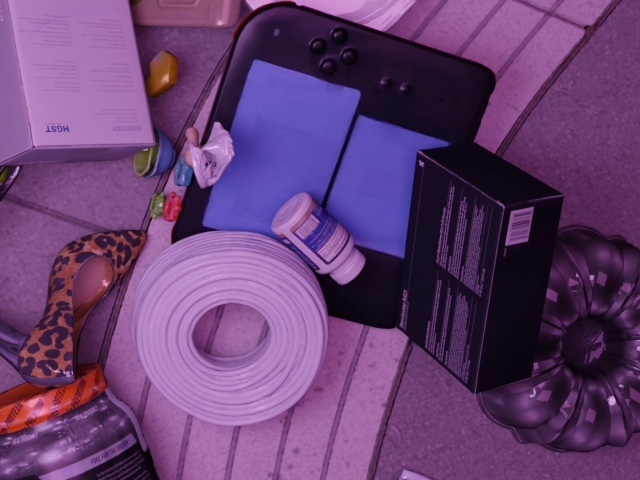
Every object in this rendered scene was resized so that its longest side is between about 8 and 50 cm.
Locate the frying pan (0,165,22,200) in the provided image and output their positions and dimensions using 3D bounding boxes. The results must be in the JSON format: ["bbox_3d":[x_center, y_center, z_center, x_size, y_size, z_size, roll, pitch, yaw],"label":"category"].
[{"bbox_3d":[-0.488,0.030,1.370,0.197,0.053,0.326,10,100,-44],"label":"frying pan"}]

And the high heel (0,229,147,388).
[{"bbox_3d":[-0.279,0.084,1.440,0.261,0.186,0.093,-37,132,-28],"label":"high heel"}]

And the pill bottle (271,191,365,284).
[{"bbox_3d":[0.000,0.000,1.480,0.120,0.067,0.067,43,85,-20],"label":"pill bottle"}]

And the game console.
[{"bbox_3d":[0.010,-0.091,1.506,0.342,0.060,0.386,17,108,-9],"label":"game console"}]

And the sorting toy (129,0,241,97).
[{"bbox_3d":[-0.204,-0.330,1.465,0.229,0.041,0.307,8,92,27],"label":"sorting toy"}]

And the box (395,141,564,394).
[{"bbox_3d":[0.195,0.031,1.470,0.103,0.184,0.261,-11,121,-30],"label":"box"}]

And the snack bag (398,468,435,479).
[{"bbox_3d":[0.202,0.531,1.633,0.343,0.037,0.323,24,88,-10],"label":"snack bag"}]

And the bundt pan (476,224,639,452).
[{"bbox_3d":[0.367,0.143,1.598,0.331,0.124,0.330,0,92,-10],"label":"bundt pan"}]

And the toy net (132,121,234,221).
[{"bbox_3d":[-0.178,-0.087,1.446,0.045,0.232,0.122,10,84,-29],"label":"toy net"}]

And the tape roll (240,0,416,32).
[{"bbox_3d":[0.005,-0.392,1.523,0.286,0.100,0.286,0,92,-10],"label":"tape roll"}]

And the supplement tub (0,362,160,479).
[{"bbox_3d":[-0.298,0.339,1.454,0.207,0.207,0.337,-19,96,-8],"label":"supplement tub"}]

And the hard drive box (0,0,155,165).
[{"bbox_3d":[-0.314,-0.215,1.405,0.181,0.089,0.232,-6,83,-46],"label":"hard drive box"}]

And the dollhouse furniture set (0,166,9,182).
[{"bbox_3d":[-0.512,0.019,1.430,0.198,0.151,0.301,13,91,-10],"label":"dollhouse furniture set"}]

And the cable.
[{"bbox_3d":[-0.117,0.116,1.497,0.257,0.089,0.257,12,110,-9],"label":"cable"}]
